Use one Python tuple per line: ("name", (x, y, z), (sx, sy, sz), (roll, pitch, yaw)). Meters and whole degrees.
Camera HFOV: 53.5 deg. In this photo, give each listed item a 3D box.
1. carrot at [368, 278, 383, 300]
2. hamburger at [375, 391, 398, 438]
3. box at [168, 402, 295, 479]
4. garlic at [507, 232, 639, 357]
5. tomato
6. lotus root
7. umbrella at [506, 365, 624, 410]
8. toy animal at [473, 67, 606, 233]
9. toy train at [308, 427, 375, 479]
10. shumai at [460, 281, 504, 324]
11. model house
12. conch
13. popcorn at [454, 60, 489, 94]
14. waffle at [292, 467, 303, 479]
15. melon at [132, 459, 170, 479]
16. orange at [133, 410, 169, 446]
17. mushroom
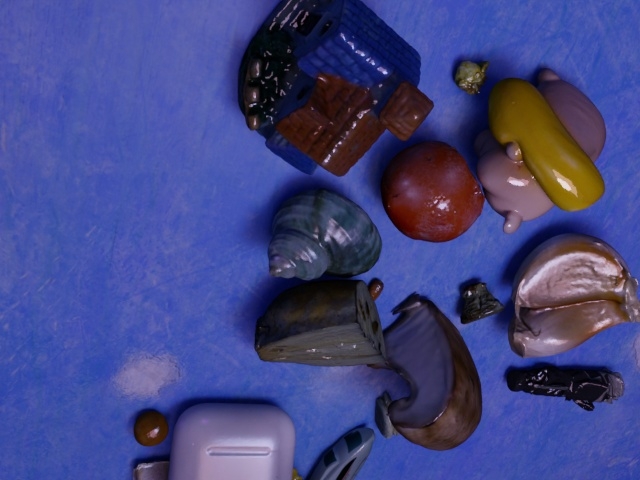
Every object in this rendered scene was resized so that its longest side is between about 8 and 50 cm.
("carrot", (0.115, 0.130, 1.469), (0.032, 0.032, 0.093), (24, 111, -26))
("hamburger", (0.176, 0.458, 1.631), (0.054, 0.084, 0.121), (-10, 118, -10))
("box", (-0.208, 0.556, 1.477), (0.288, 0.141, 0.349), (6, 88, -15))
("garlic", (0.586, 0.141, 1.514), (0.313, 0.249, 0.286), (-17, 140, 16))
("tomato", (0.218, -0.091, 1.279), (0.184, 0.208, 0.208), (-30, 122, 6))
("lotus root", (-0.013, 0.184, 1.381), (0.260, 0.149, 0.267), (-10, 150, 15))
("umbrella", (0.671, 0.401, 1.737), (0.357, 0.106, 0.113), (8, 118, -20))
("toy animal", (0.410, -0.186, 1.296), (0.277, 0.345, 0.247), (36, 138, -9))
("toy train", (0.013, 0.648, 1.687), (0.088, 0.086, 0.407), (22, 109, -20))
("shumai", (0.376, 0.148, 1.532), (0.099, 0.087, 0.124), (-15, 167, -29))
("model house", (0.022, -0.247, 1.067), (0.251, 0.329, 0.295), (35, 101, -32))
("conch", (0.000, 0.000, 1.292), (0.277, 0.195, 0.220), (-29, 136, -39))
("popcorn", (0.304, -0.330, 1.261), (0.083, 0.059, 0.068), (-38, 122, -5))
("waffle", (-0.206, 0.660, 1.636), (0.325, 0.068, 0.302), (-37, 121, 7))
("melon", (-0.392, 0.581, 1.526), (0.202, 0.093, 0.139), (-37, 114, -1))
("orange", (-0.389, 0.432, 1.456), (0.085, 0.085, 0.085), (-7, 119, -13))
("mushroom", (0.305, 0.375, 1.515), (0.224, 0.314, 0.397), (-36, 127, 8))
